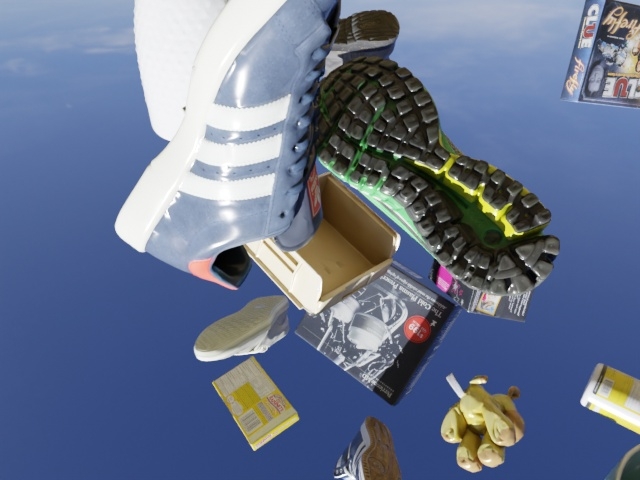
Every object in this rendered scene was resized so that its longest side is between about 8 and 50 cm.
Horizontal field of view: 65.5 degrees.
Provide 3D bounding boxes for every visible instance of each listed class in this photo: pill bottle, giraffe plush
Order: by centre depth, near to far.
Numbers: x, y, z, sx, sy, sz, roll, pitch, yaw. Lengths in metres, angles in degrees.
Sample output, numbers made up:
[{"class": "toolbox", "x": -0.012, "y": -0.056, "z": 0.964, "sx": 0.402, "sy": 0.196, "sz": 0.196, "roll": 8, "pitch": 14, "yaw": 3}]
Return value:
[{"class": "pill bottle", "x": 0.662, "y": 0.345, "z": 1.049, "sx": 0.184, "sy": 0.103, "sz": 0.103, "roll": 25, "pitch": -140, "yaw": 30}, {"class": "giraffe plush", "x": 0.391, "y": 0.410, "z": 1.144, "sx": 0.170, "sy": 0.181, "sz": 0.210, "roll": 18, "pitch": -134, "yaw": -34}]

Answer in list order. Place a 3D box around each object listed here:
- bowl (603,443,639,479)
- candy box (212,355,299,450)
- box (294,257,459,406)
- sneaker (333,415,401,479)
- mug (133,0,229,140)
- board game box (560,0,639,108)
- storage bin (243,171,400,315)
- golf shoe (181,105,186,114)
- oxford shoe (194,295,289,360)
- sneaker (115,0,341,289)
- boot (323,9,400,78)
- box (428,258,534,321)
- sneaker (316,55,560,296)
[{"class": "bowl", "x": 0.511, "y": 0.478, "z": 0.729, "sx": 0.312, "sy": 0.163, "sz": 0.311, "roll": 12, "pitch": -131, "yaw": -14}, {"class": "candy box", "x": -0.139, "y": 0.328, "z": 1.026, "sx": 0.105, "sy": 0.027, "sz": 0.206, "roll": -28, "pitch": -146, "yaw": -20}, {"class": "box", "x": 0.164, "y": 0.215, "z": 1.380, "sx": 0.343, "sy": 0.312, "sz": 0.179, "roll": 32, "pitch": -171, "yaw": 23}, {"class": "sneaker", "x": 0.100, "y": 0.539, "z": 1.142, "sx": 0.099, "sy": 0.153, "sz": 0.282, "roll": 32, "pitch": -170, "yaw": -1}, {"class": "mug", "x": -0.182, "y": -0.392, "z": 0.996, "sx": 0.374, "sy": 0.328, "sz": 0.276, "roll": 7, "pitch": -142, "yaw": 8}, {"class": "board game box", "x": 0.551, "y": -0.320, "z": 0.880, "sx": 0.243, "sy": 0.165, "sz": 0.042, "roll": -2, "pitch": -159, "yaw": -21}, {"class": "storage bin", "x": 0.000, "y": 0.000, "z": 1.105, "sx": 0.262, "sy": 0.123, "sz": 0.260, "roll": -25, "pitch": -120, "yaw": -41}, {"class": "golf shoe", "x": -0.081, "y": -0.152, "z": 0.610, "sx": 0.176, "sy": 0.086, "sz": 0.069, "roll": -24, "pitch": -167, "yaw": -41}, {"class": "oxford shoe", "x": -0.193, "y": 0.261, "z": 1.385, "sx": 0.169, "sy": 0.130, "sz": 0.449, "roll": -3, "pitch": -174, "yaw": 16}, {"class": "sneaker", "x": -0.035, "y": -0.083, "z": 0.407, "sx": 0.148, "sy": 0.350, "sz": 0.131, "roll": 35, "pitch": -139, "yaw": -10}, {"class": "boot", "x": 0.015, "y": -0.444, "z": 1.208, "sx": 0.338, "sy": 0.222, "sz": 0.118, "roll": 5, "pitch": -105, "yaw": -1}, {"class": "box", "x": 0.375, "y": 0.061, "z": 1.153, "sx": 0.142, "sy": 0.163, "sz": 0.247, "roll": 11, "pitch": -169, "yaw": -11}, {"class": "sneaker", "x": 0.104, "y": -0.067, "z": 0.562, "sx": 0.134, "sy": 0.146, "sz": 0.343, "roll": -39, "pitch": -110, "yaw": 5}]
